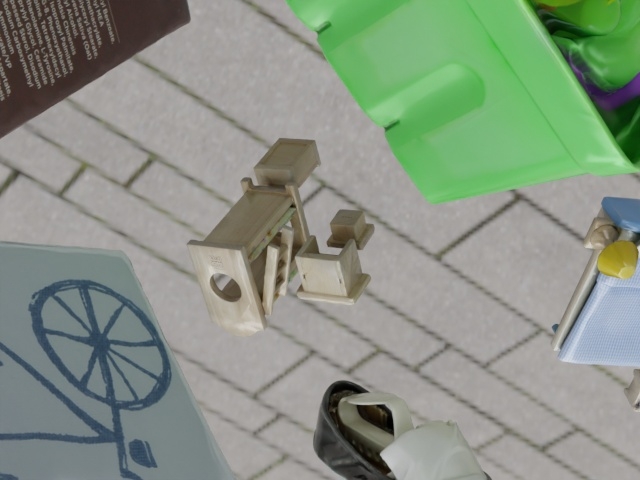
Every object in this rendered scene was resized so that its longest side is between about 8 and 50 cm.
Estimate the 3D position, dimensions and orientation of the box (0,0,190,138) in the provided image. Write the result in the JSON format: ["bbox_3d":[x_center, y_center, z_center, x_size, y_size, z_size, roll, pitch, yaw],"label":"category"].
[{"bbox_3d":[-0.284,-0.144,0.902,0.191,0.381,0.143,8,125,34],"label":"box"}]

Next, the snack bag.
[{"bbox_3d":[-0.136,0.134,0.592,0.037,0.342,0.323,-43,154,26],"label":"snack bag"}]

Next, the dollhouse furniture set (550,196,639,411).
[{"bbox_3d":[0.391,0.133,1.403,0.303,0.198,0.286,6,124,-22],"label":"dollhouse furniture set"}]

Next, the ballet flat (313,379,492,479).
[{"bbox_3d":[0.075,0.196,1.165,0.280,0.095,0.096,23,120,53],"label":"ballet flat"}]

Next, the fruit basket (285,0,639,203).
[{"bbox_3d":[0.142,-0.233,0.816,0.392,0.283,0.392,14,123,22],"label":"fruit basket"}]

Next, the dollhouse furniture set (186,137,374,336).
[{"bbox_3d":[0.000,0.000,1.211,0.161,0.182,0.101,7,128,28],"label":"dollhouse furniture set"}]
